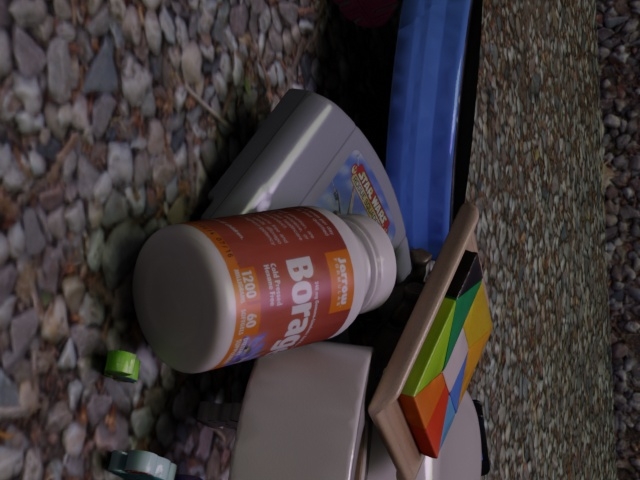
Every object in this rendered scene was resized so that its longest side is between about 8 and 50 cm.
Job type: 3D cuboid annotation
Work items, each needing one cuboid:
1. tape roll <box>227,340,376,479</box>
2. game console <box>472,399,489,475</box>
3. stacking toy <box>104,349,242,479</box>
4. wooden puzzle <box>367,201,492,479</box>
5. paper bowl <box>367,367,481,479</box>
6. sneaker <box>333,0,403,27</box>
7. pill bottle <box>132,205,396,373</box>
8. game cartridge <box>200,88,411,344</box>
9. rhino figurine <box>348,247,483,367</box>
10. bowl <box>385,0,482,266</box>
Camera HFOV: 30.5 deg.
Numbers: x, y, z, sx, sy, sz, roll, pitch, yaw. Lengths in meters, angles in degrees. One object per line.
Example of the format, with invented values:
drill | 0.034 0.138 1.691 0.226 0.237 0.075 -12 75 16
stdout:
tape roll | -0.015 0.230 1.052 0.286 0.100 0.286 7 90 -84
game console | 0.186 0.298 1.643 0.071 0.107 0.122 -108 -171 -70
stacking toy | -0.125 0.197 0.964 0.221 0.052 0.166 44 50 -57
wooden puzzle | 0.118 0.110 1.132 0.221 0.044 0.238 -63 160 -23
paper bowl | 0.089 0.252 1.330 0.284 0.148 0.284 0 90 -65
sneaker | 0.060 -0.370 1.332 0.111 0.103 0.252 -29 116 -61
pill bottle | -0.040 0.034 0.995 0.216 0.121 0.121 -11 100 -43
game cartridge | 0.000 0.000 1.180 0.198 0.062 0.297 -52 141 -20
rhino figurine | 0.111 0.066 1.252 0.243 0.073 0.106 -20 132 -53
bowl | 0.143 -0.157 1.422 0.391 0.077 0.391 6 90 -80
